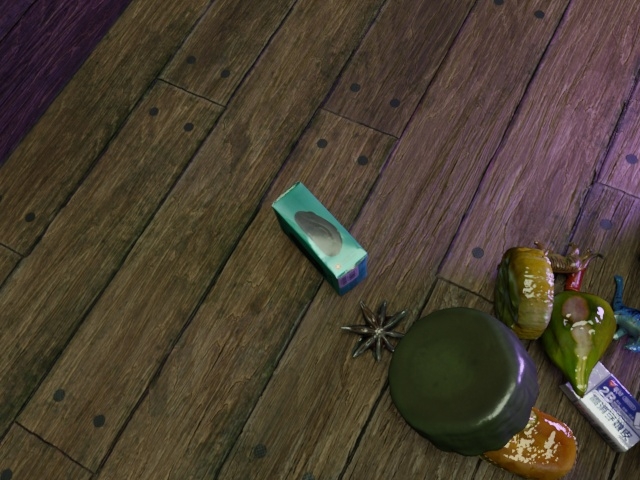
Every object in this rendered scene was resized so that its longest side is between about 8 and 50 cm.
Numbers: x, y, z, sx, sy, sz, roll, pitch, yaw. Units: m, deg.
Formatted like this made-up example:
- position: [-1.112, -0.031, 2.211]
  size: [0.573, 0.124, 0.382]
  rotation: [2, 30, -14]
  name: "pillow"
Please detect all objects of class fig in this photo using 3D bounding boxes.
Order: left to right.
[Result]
- position: [0.677, 0.278, 1.418]
  size: [0.206, 0.206, 0.275]
  rotation: [5, 72, 7]
  name: "fig"

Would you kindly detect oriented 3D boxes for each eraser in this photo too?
- position: [0.762, 0.438, 1.420]
  size: [0.124, 0.068, 0.210]
  rotation: [-34, 69, -8]
  name: "eraser"

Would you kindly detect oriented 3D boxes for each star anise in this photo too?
- position: [0.158, 0.258, 1.546]
  size: [0.181, 0.061, 0.204]
  rotation: [31, 80, 3]
  name: "star anise"

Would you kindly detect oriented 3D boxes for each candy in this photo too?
- position: [0.547, 0.145, 1.451]
  size: [0.118, 0.260, 0.259]
  rotation: [5, 70, 6]
  name: "candy"

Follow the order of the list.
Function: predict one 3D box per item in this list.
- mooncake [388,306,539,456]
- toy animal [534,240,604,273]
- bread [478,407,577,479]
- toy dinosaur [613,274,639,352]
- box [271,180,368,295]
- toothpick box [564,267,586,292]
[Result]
- position: [0.363, 0.358, 1.361]
  size: [0.356, 0.194, 0.356]
  rotation: [-20, 47, 23]
  name: "mooncake"
- position: [0.692, 0.058, 1.556]
  size: [0.241, 0.057, 0.099]
  rotation: [3, 58, 28]
  name: "toy animal"
- position: [0.522, 0.517, 1.381]
  size: [0.250, 0.133, 0.179]
  rotation: [19, 76, 13]
  name: "bread"
- position: [0.857, 0.241, 1.461]
  size: [0.144, 0.076, 0.329]
  rotation: [-38, 36, 16]
  name: "toy dinosaur"
- position: [0.000, 0.000, 1.585]
  size: [0.118, 0.205, 0.311]
  rotation: [-38, 72, -12]
  name: "box"
- position: [0.741, 0.115, 1.554]
  size: [0.047, 0.047, 0.083]
  rotation: [17, 72, 11]
  name: "toothpick box"
